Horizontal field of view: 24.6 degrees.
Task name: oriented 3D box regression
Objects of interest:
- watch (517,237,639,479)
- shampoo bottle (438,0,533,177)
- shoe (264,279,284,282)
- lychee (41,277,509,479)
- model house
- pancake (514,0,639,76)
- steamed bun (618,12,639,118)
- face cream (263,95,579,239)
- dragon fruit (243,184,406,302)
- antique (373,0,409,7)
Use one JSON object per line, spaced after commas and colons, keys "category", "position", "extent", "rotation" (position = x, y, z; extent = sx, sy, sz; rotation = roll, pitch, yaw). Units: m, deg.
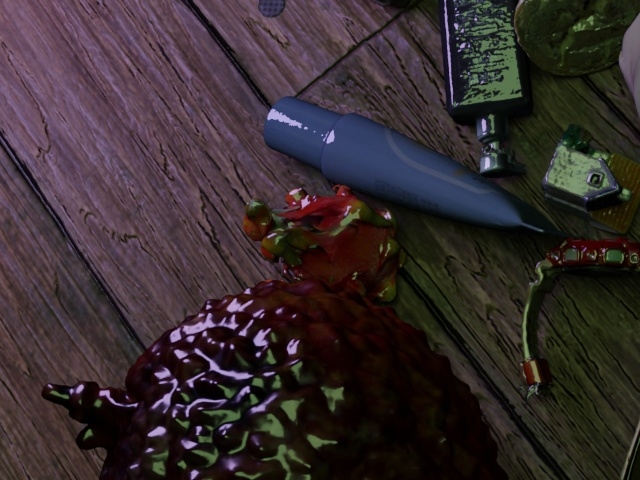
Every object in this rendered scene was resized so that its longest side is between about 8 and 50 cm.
{"category": "watch", "position": [0.298, 0.128, 1.601], "extent": [0.165, 0.102, 0.268], "rotation": [10, 89, 26]}
{"category": "shampoo bottle", "position": [0.193, -0.225, 1.720], "extent": [0.098, 0.071, 0.309], "rotation": [-7, 75, 14]}
{"category": "shoe", "position": [-0.078, 0.131, 1.721], "extent": [0.194, 0.074, 0.077], "rotation": [-61, 26, 8]}
{"category": "lychee", "position": [-0.047, 0.242, 1.503], "extent": [0.500, 0.424, 0.424], "rotation": [29, 85, -3]}
{"category": "model house", "position": [0.309, -0.069, 1.632], "extent": [0.100, 0.101, 0.088], "rotation": [24, 82, 19]}
{"category": "pancake", "position": [0.294, -0.252, 1.662], "extent": [0.158, 0.158, 0.028], "rotation": [-21, 40, 11]}
{"category": "steamed bun", "position": [0.483, -0.185, 1.557], "extent": [0.320, 0.206, 0.275], "rotation": [-14, 75, 17]}
{"category": "face cream", "position": [0.107, -0.075, 1.691], "extent": [0.385, 0.135, 0.086], "rotation": [24, 97, 26]}
{"category": "dragon fruit", "position": [0.000, 0.000, 1.691], "extent": [0.150, 0.207, 0.133], "rotation": [-27, 46, 54]}
{"category": "antique", "position": [0.099, -0.438, 1.773], "extent": [0.150, 0.125, 0.284], "rotation": [32, 87, 20]}
